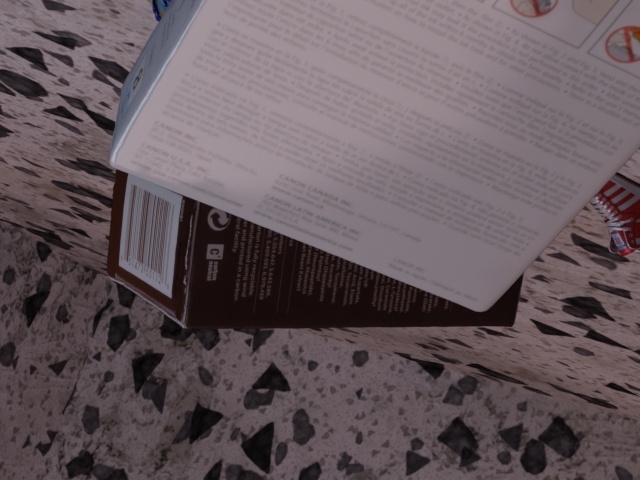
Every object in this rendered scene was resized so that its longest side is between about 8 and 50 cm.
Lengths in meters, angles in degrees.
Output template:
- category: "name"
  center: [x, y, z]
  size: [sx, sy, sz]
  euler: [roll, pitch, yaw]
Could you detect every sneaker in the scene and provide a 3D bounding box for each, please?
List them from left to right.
- category: "sneaker"
  center: [0.279, -0.027, 1.521]
  size: [0.118, 0.067, 0.042]
  euler: [23, 168, -14]

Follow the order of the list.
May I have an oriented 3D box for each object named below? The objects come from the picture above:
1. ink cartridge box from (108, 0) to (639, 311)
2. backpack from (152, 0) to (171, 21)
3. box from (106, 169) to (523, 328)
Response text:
- category: "ink cartridge box"
  center: [0.077, -0.141, 1.025]
  size: [0.308, 0.091, 0.385]
  euler: [22, 130, -18]
- category: "backpack"
  center: [-0.043, -0.204, 1.111]
  size: [0.158, 0.117, 0.173]
  euler: [19, 166, -3]
- category: "box"
  center: [0.000, 0.000, 1.563]
  size: [0.381, 0.143, 0.191]
  euler: [0, -167, -30]
